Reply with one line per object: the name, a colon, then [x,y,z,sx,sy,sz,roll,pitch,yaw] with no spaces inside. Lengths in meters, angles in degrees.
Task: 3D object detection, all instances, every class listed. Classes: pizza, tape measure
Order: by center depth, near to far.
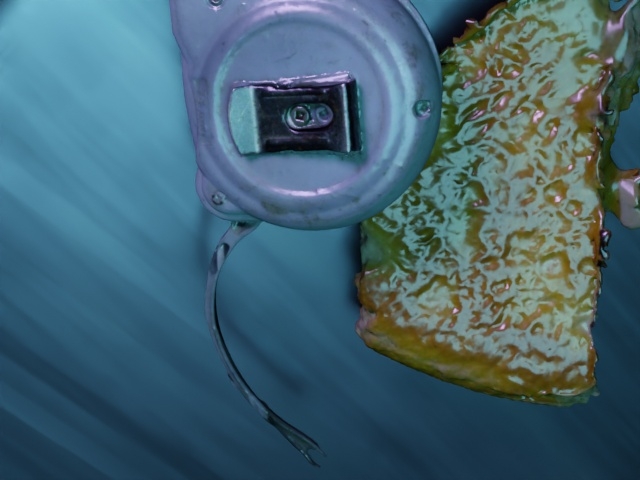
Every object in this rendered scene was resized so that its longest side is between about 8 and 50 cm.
tape measure: [-0.001,0.000,0.660,0.164,0.084,0.330,-3,106,20]
pizza: [0.115,-0.042,0.707,0.189,0.071,0.297,7,109,5]
